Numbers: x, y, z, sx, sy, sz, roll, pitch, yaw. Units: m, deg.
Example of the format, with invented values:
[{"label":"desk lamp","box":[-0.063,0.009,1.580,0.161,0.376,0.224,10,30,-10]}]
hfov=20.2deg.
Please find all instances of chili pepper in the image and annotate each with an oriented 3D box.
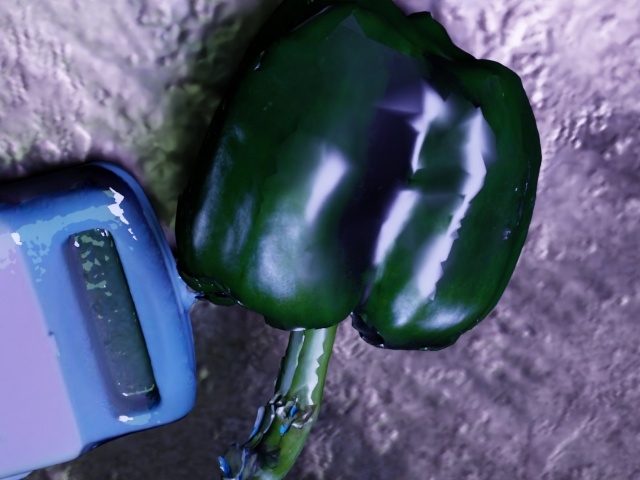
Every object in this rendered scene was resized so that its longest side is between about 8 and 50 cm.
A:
[{"label":"chili pepper","box":[0.000,0.000,0.949,0.174,0.165,0.261,11,109,-33]}]

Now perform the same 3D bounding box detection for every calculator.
[{"label":"calculator","box":[-0.201,0.060,1.004,0.293,0.051,0.173,-15,114,-2]}]
